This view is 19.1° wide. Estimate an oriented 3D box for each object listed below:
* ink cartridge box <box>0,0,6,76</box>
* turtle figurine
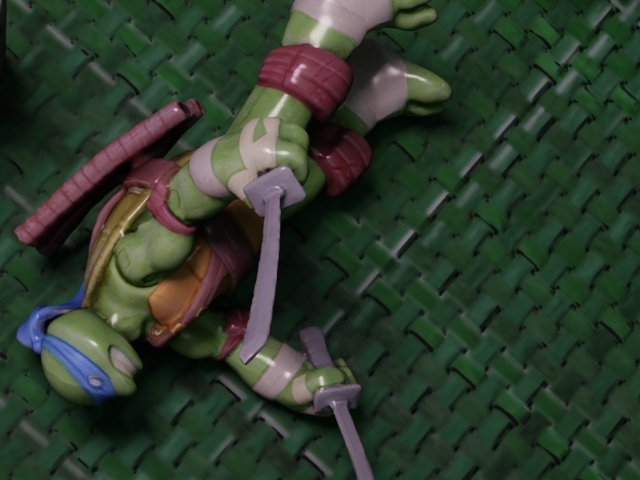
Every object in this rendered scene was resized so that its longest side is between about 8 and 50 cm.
[{"bbox_3d":[-0.216,-0.104,0.986,0.099,0.135,0.056,12,75,-6],"label":"ink cartridge box"},{"bbox_3d":[0.000,0.000,0.970,0.198,0.274,0.266,47,65,-32],"label":"turtle figurine"}]
